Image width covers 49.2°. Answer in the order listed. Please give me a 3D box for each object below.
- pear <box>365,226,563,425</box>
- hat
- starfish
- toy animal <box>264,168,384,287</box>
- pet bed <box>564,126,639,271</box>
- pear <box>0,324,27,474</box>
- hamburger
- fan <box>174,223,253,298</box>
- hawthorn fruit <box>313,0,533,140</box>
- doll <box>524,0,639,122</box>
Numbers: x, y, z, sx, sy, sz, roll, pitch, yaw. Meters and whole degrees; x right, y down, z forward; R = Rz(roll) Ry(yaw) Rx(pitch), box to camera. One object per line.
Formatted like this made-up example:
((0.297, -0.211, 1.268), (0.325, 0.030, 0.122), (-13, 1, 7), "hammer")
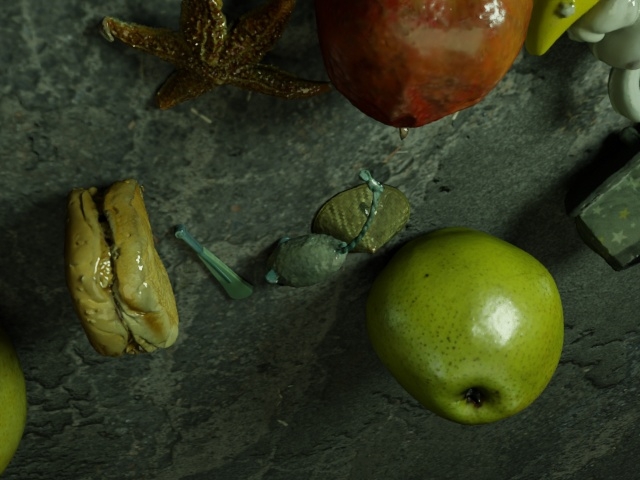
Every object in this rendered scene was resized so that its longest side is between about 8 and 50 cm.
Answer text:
((0.207, 0.120, 1.013), (0.294, 0.294, 0.294), (-10, 140, -8), "pear")
((0.067, -0.007, 0.989), (0.146, 0.067, 0.146), (-10, 140, -8), "hat")
((-0.098, -0.187, 0.698), (0.241, 0.043, 0.227), (13, 156, -18), "starfish")
((0.008, 0.006, 0.954), (0.079, 0.070, 0.253), (24, 139, -29), "toy animal")
((0.462, -0.076, 0.992), (0.211, 0.159, 0.183), (-44, 159, 31), "pet bed")
((-0.532, 0.227, 0.883), (0.304, 0.303, 0.304), (-10, 140, -8), "pear")
((-0.237, 0.038, 0.836), (0.108, 0.213, 0.213), (-10, 140, -11), "hamburger")
((-0.154, 0.035, 1.001), (0.038, 0.016, 0.193), (-24, 140, 12), "fan")
((0.091, -0.194, 0.694), (0.208, 0.207, 0.243), (-8, 144, -10), "hawthorn fruit")
((0.347, -0.261, 0.759), (0.237, 0.111, 0.252), (9, 125, -29), "doll")
